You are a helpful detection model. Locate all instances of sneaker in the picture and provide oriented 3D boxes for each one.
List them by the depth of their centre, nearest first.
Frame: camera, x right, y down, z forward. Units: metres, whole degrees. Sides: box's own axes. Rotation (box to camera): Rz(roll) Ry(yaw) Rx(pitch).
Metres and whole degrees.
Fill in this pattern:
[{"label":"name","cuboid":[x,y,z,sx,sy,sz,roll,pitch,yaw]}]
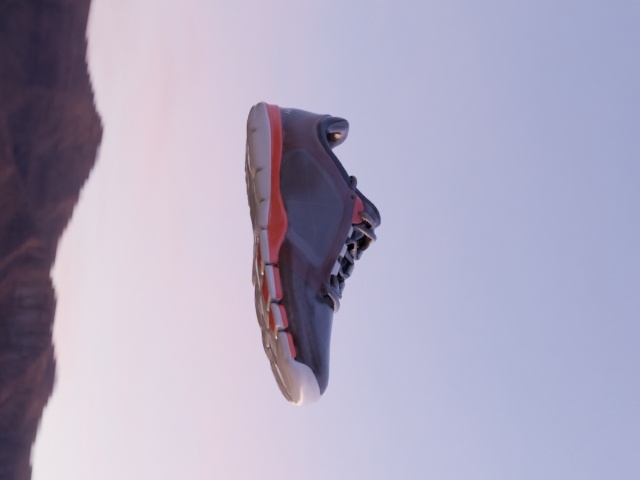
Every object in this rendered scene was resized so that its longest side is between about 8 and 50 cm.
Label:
[{"label":"sneaker","cuboid":[0.000,0.000,0.529,0.061,0.064,0.158,105,-19,-64]}]
